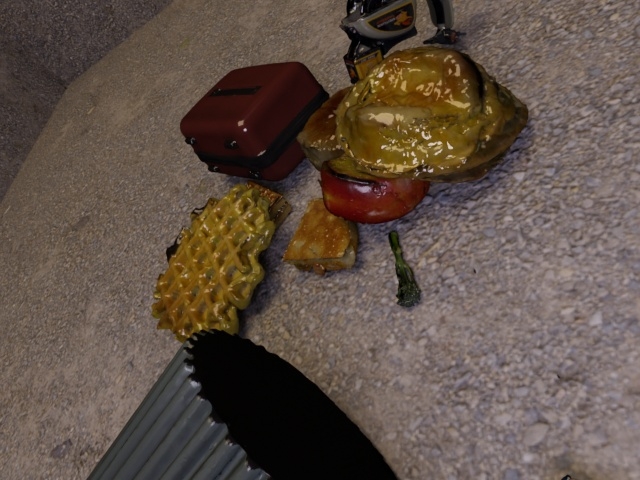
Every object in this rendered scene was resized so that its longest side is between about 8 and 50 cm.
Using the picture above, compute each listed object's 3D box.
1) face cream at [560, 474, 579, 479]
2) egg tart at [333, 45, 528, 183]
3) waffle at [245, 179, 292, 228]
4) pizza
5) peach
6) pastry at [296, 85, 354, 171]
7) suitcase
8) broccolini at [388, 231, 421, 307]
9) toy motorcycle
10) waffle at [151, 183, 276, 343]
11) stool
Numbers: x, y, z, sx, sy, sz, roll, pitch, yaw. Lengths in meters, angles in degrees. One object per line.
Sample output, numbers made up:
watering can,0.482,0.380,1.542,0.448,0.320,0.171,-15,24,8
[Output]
face cream,0.291,0.260,0.393,0.244,0.058,0.092,17,74,44
egg tart,0.152,-0.208,0.800,0.297,0.132,0.297,-7,49,8
waffle,-0.129,-0.059,1.067,0.102,0.042,0.148,-54,39,-6
pizza,0.001,0.000,0.892,0.134,0.046,0.175,-32,40,17
peach,0.079,-0.075,0.832,0.172,0.092,0.127,9,27,8
pastry,0.061,-0.198,0.969,0.192,0.093,0.182,-44,37,-8
suitcase,-0.135,-0.250,1.131,0.297,0.161,0.236,15,59,50
broccolini,0.114,0.041,0.775,0.140,0.030,0.035,-99,25,-50
toy motorcycle,0.155,-0.394,0.949,0.263,0.157,0.091,-28,31,-7
waffle,-0.202,0.041,0.996,0.307,0.060,0.311,5,72,45
stool,-0.120,0.309,0.548,0.330,0.297,0.297,-49,38,3
